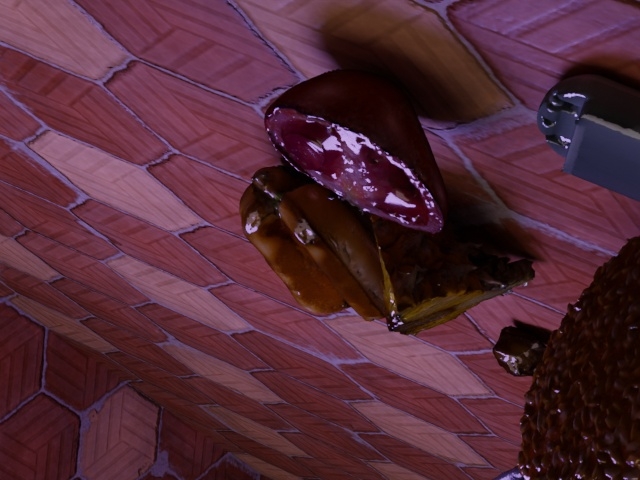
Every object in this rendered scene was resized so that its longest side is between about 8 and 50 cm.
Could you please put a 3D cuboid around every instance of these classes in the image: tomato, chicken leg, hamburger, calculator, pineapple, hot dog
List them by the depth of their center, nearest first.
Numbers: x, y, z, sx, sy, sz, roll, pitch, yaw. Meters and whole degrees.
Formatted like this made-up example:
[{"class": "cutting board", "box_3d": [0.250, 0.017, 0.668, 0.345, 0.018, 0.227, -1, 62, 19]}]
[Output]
[{"class": "calculator", "box_3d": [0.289, -0.060, 1.276, 0.246, 0.045, 0.141, 23, 164, 10]}, {"class": "hamburger", "box_3d": [0.336, 0.154, 1.400, 0.250, 0.330, 0.330, 31, 164, -13]}, {"class": "tomato", "box_3d": [0.049, -0.095, 1.442, 0.189, 0.099, 0.173, 28, 162, 4]}, {"class": "pineapple", "box_3d": [0.133, 0.012, 1.699, 0.164, 0.139, 0.250, -21, 168, 11]}, {"class": "hot dog", "box_3d": [0.000, 0.000, 1.834, 0.135, 0.100, 0.337, 10, 160, 23]}, {"class": "chicken leg", "box_3d": [0.348, 0.193, 1.946, 0.304, 0.093, 0.113, 34, 147, 1]}]

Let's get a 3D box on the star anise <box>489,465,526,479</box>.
[{"class": "star anise", "box_3d": [0.371, 0.385, 2.382, 0.212, 0.129, 0.283, -7, -171, -29]}]
